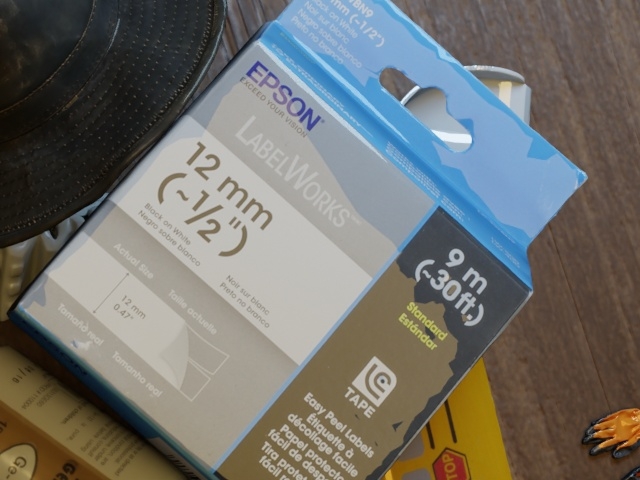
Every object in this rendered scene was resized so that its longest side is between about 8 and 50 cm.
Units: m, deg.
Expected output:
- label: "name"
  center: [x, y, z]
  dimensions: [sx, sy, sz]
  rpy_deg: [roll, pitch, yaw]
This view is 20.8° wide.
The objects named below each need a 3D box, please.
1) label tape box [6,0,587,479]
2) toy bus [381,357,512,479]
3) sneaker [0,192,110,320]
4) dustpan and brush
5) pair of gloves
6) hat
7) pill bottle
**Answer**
- label: "label tape box"
  center: [0.000, 0.000, 1.156]
  dimensions: [0.249, 0.115, 0.347]
  rpy_deg: [42, 79, -6]
- label: "toy bus"
  center: [0.053, 0.117, 1.280]
  dimensions: [0.130, 0.108, 0.332]
  rpy_deg: [-12, 87, -34]
- label: "sneaker"
  center: [-0.190, -0.003, 1.241]
  dimensions: [0.292, 0.118, 0.110]
  rpy_deg: [-4, 128, -31]
- label: "dustpan and brush"
  center: [0.075, -0.074, 1.349]
  dimensions: [0.211, 0.060, 0.147]
  rpy_deg: [7, 82, -16]
- label: "pair of gloves"
  center: [0.250, 0.177, 1.400]
  dimensions: [0.074, 0.010, 0.083]
  rpy_deg: [-13, 88, -18]
- label: "hat"
  center: [-0.231, -0.165, 1.141]
  dimensions: [0.331, 0.134, 0.331]
  rpy_deg: [-9, 58, 15]
- label: "pill bottle"
  center: [-0.162, 0.186, 1.183]
  dimensions: [0.229, 0.131, 0.131]
  rpy_deg: [35, 75, 5]
